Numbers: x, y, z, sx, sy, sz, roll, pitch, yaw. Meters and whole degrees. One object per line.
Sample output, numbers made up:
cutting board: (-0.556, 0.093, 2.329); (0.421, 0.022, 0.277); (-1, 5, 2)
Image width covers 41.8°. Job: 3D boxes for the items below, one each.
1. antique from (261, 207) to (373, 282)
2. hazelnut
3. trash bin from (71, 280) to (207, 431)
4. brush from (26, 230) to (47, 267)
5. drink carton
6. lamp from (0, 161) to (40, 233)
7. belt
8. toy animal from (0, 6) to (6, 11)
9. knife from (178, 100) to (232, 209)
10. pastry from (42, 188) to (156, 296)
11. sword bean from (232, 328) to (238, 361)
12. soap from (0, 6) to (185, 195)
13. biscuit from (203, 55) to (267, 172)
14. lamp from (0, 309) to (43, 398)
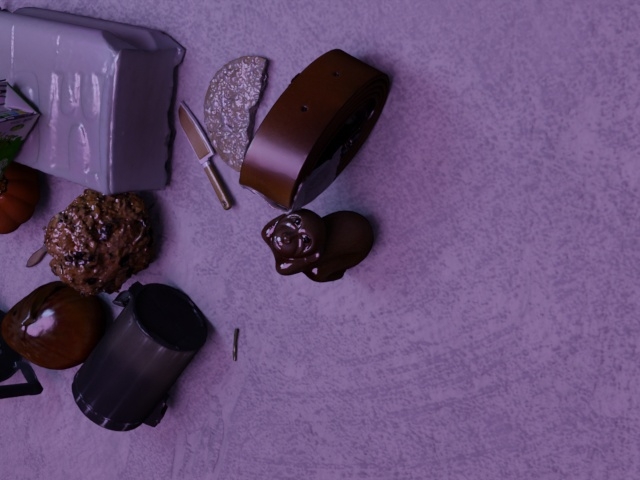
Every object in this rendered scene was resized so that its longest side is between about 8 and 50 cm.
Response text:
antique: (0.000, 0.000, 1.615); (0.143, 0.256, 0.121); (-42, 57, 30)
hazelnut: (-0.648, 0.207, 2.016); (0.251, 0.217, 0.217); (-1, 104, 25)
trash bin: (-0.411, 0.269, 1.922); (0.252, 0.203, 0.302); (35, 117, -7)
brush: (-0.680, 0.017, 2.084); (0.196, 0.021, 0.070); (-37, 87, 31)
drink carton: (-0.712, -0.201, 1.726); (0.108, 0.161, 0.271); (48, 120, 7)
lamp: (-0.781, -0.120, 1.992); (0.223, 0.196, 0.223); (1, 81, -3)
belt: (-0.010, -0.201, 1.533); (0.122, 0.339, 0.217); (31, 153, 16)
toy animal: (-0.829, -0.501, 1.923); (0.205, 0.367, 0.081); (-13, 141, 0)
knife: (-0.247, -0.185, 1.813); (0.046, 0.022, 0.256); (-29, 86, 35)
pastry: (-0.496, -0.008, 1.870); (0.193, 0.274, 0.275); (49, 121, 32)
sword bean: (-0.195, 0.239, 1.915); (0.012, 0.012, 0.083); (14, 112, 22)
soap: (-0.544, -0.309, 1.818); (0.434, 0.213, 0.351); (18, 113, 22)
biscuit: (-0.188, -0.275, 1.754); (0.133, 0.032, 0.250); (23, 114, 20)
lamp: (-0.921, 0.304, 2.172); (0.272, 0.205, 0.374); (-41, 68, 24)
